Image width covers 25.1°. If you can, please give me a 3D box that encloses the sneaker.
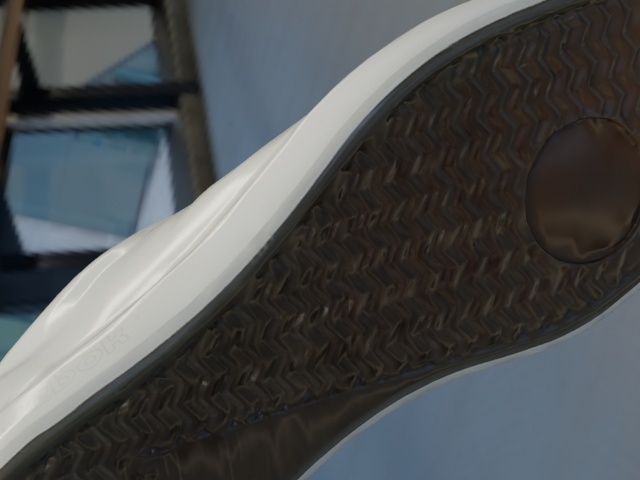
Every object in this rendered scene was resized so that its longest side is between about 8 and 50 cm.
[{"bbox_3d":[0.000,0.000,0.457,0.290,0.106,0.123,-34,21,-7],"label":"sneaker"}]
